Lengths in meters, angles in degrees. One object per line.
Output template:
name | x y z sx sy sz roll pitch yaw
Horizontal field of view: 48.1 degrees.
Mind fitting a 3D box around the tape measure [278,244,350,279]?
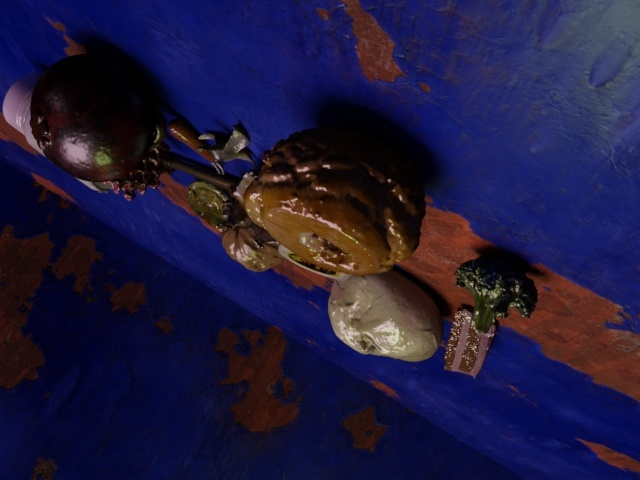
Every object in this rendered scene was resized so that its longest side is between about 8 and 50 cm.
tape measure | 0.000 0.000 1.841 0.231 0.133 0.271 23 169 -2

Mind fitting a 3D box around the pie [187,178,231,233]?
pie | -0.301 -0.087 2.233 0.276 0.079 0.277 28 163 9

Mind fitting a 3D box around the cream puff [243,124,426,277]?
cream puff | 0.037 -0.085 1.353 0.342 0.231 0.327 11 159 37

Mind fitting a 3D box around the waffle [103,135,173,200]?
waffle | -0.516 -0.232 1.962 0.055 0.221 0.234 21 154 54

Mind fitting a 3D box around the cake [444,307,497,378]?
cake | 0.413 0.263 1.958 0.115 0.113 0.295 22 149 16

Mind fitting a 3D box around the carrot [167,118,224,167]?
carrot | -0.318 -0.248 1.874 0.048 0.048 0.216 17 163 42

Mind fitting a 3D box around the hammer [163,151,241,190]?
hammer | -0.330 -0.190 2.057 0.439 0.044 0.168 22 162 30

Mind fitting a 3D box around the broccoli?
broccoli | 0.352 0.110 1.474 0.167 0.160 0.154 22 -169 0

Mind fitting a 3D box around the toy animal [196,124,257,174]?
toy animal | -0.226 -0.204 1.735 0.155 0.095 0.219 48 159 -30

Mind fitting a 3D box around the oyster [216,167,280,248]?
oyster | -0.159 -0.079 1.812 0.133 0.198 0.337 -10 -176 -37

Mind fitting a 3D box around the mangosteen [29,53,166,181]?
mangosteen | -0.523 -0.306 1.750 0.306 0.359 0.306 25 129 36

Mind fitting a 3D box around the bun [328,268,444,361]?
bun | 0.175 0.223 2.018 0.361 0.213 0.361 31 162 11

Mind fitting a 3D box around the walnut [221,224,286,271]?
walnut | -0.172 -0.011 2.027 0.213 0.213 0.213 29 163 10

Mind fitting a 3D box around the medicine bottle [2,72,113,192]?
medicine bottle | -0.717 -0.317 2.074 0.378 0.214 0.214 33 165 16
